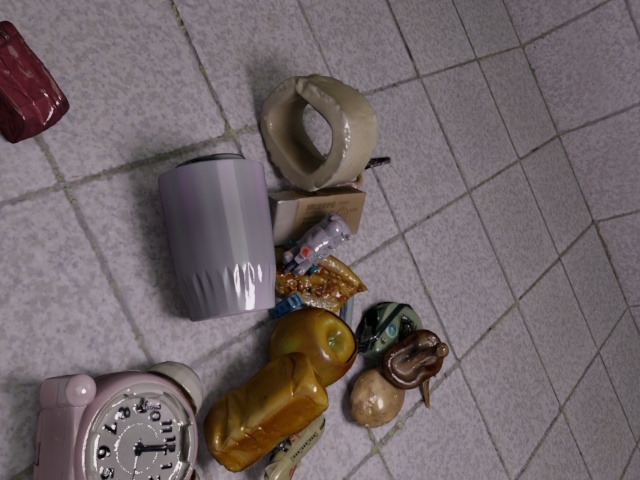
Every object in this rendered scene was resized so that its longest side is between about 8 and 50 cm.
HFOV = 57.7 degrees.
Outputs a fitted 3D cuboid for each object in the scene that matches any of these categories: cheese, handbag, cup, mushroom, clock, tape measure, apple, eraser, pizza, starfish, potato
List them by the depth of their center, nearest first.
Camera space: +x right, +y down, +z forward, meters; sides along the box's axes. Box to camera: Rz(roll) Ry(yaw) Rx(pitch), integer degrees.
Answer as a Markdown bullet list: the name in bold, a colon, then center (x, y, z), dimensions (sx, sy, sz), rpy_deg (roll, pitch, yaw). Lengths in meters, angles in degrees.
- **clock**: center (-0.386, 0.416, 1.168), dimensions (0.326, 0.184, 0.341), rpy_deg (12, 74, -44)
- **handbag**: center (-0.634, -0.325, 1.193), dimensions (0.135, 0.146, 0.225), rpy_deg (-45, 108, -35)
- **cup**: center (-0.238, -0.005, 1.380), dimensions (0.253, 0.253, 0.371), rpy_deg (-4, 83, -42)
- **apple**: center (-0.016, 0.282, 1.511), dimensions (0.237, 0.208, 0.236), rpy_deg (15, 66, -38)
- **cheese**: center (-0.012, -0.313, 1.628), dimensions (0.153, 0.292, 0.332), rpy_deg (-21, 62, -45)
- **pizza**: center (-0.016, 0.111, 1.635), dimensions (0.366, 0.074, 0.182), rpy_deg (26, 53, -26)
- **mushroom**: center (0.308, 0.319, 1.639), dimensions (0.227, 0.217, 0.148), rpy_deg (-34, 86, -36)
- **eraser**: center (-0.019, -0.074, 1.670), dimensions (0.343, 0.078, 0.144), rpy_deg (-9, 119, -43)
- **potato**: center (0.177, 0.453, 1.686), dimensions (0.235, 0.128, 0.161), rpy_deg (-3, 81, -48)
- **tape measure**: center (0.217, 0.278, 1.787), dimensions (0.235, 0.115, 0.207), rpy_deg (27, 62, -33)
- **starfish**: center (0.338, 0.416, 1.846), dimensions (0.247, 0.050, 0.138), rpy_deg (69, 30, -44)

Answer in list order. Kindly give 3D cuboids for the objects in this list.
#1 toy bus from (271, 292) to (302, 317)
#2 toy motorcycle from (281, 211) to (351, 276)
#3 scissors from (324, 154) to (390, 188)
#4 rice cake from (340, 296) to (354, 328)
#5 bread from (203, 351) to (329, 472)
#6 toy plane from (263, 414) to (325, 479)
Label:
- **toy bus**: center (-0.090, 0.174, 1.545), dimensions (0.046, 0.083, 0.038), rpy_deg (-25, 83, -52)
- **toy motorcycle**: center (0.000, 0.000, 1.547), dimensions (0.110, 0.171, 0.260), rpy_deg (49, 43, 2)
- **scissors**: center (0.138, -0.255, 1.941), dimensions (0.318, 0.024, 0.160), rpy_deg (-17, 88, -43)
- **rice cake**: center (0.075, 0.223, 1.731), dimensions (0.042, 0.030, 0.180), rpy_deg (27, 60, -38)
- **bread**: center (-0.126, 0.384, 1.326), dimensions (0.294, 0.167, 0.132), rpy_deg (-33, 116, 1)
- **toy plane**: center (-0.067, 0.515, 1.446), dimensions (0.256, 0.104, 0.241), rpy_deg (-52, 149, -55)
